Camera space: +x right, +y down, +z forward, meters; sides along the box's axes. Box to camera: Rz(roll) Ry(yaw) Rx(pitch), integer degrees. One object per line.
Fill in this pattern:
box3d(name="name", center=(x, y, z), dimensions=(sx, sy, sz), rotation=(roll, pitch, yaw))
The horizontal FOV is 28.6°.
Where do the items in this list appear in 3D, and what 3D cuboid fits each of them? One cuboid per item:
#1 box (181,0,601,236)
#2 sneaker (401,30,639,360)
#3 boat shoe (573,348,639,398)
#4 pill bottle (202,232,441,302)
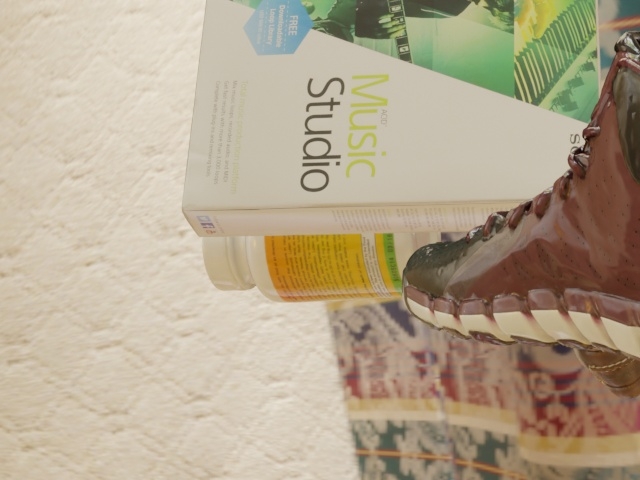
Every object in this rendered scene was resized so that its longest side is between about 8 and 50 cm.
box3d(name="box", center=(0.060, -0.120, 0.993), dimensions=(0.322, 0.058, 0.232), rotation=(-1, 66, 10))
box3d(name="sneaker", center=(0.145, -0.027, 0.666), dimensions=(0.106, 0.281, 0.162), rotation=(-14, 101, -36))
box3d(name="boat shoe", center=(0.249, 0.066, 1.106), dimensions=(0.073, 0.073, 0.207), rotation=(58, 21, -18))
box3d(name="pill bottle", center=(0.000, 0.000, 1.390), dimensions=(0.136, 0.246, 0.136), rotation=(-4, 90, -70))
